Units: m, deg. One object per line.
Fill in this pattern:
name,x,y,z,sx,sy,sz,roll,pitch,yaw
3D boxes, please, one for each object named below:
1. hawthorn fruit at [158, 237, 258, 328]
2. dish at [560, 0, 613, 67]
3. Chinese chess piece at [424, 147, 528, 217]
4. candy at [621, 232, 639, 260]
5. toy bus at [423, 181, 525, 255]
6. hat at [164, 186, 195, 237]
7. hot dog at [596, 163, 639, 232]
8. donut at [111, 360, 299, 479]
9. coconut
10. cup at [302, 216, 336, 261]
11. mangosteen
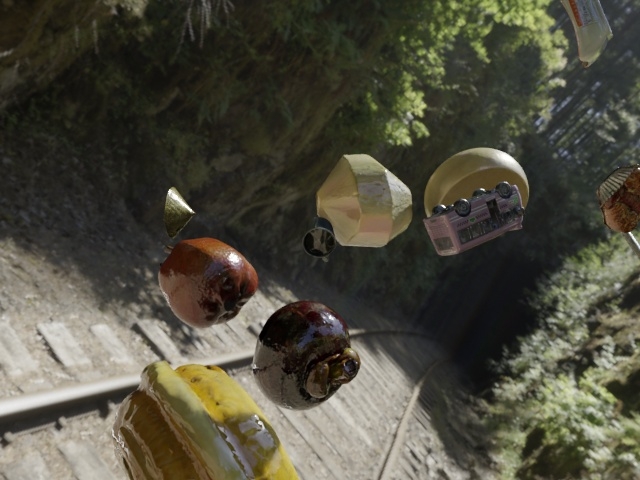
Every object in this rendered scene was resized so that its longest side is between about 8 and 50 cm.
hawthorn fruit,-0.349,0.126,1.799,0.295,0.295,0.311,43,-11,-32
dish,0.561,-0.490,1.253,0.151,0.077,0.212,-17,85,-62
Chinese chess piece,0.404,-0.112,1.518,0.273,0.273,0.102,43,22,-36
candy,0.610,0.078,1.036,0.124,0.124,0.365,44,27,-21
toy bus,0.322,-0.045,1.201,0.096,0.199,0.108,-17,-86,67
hat,-0.385,-0.078,1.637,0.067,0.146,0.146,2,0,3
hot dog,0.579,-0.075,1.105,0.191,0.108,0.059,29,17,-48
donut,-0.159,0.385,0.883,0.449,0.198,0.449,44,-30,34
coconut,0.107,-0.101,1.536,0.259,0.259,0.259,46,4,-4
cup,0.000,0.000,1.385,0.077,0.078,0.100,-91,166,-65
mangosteen,-0.034,0.314,1.581,0.293,0.297,0.297,11,-2,10
